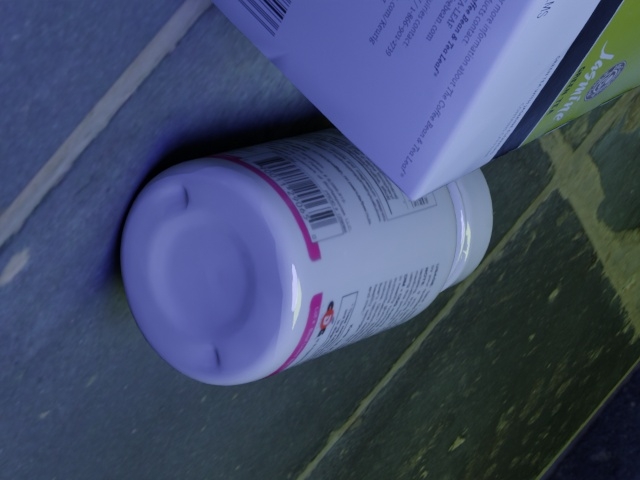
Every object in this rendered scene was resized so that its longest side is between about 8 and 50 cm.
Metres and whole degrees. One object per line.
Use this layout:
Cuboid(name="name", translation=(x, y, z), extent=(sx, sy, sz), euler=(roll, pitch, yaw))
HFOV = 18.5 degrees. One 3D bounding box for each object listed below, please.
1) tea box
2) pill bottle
Cuboid(name="tea box", translation=(0.149, -0.249, 1.221), extent=(0.323, 0.220, 0.329), euler=(-25, 154, -44))
Cuboid(name="pill bottle", translation=(0.000, 0.000, 1.446), extent=(0.283, 0.160, 0.160), euler=(-16, 140, -53))
